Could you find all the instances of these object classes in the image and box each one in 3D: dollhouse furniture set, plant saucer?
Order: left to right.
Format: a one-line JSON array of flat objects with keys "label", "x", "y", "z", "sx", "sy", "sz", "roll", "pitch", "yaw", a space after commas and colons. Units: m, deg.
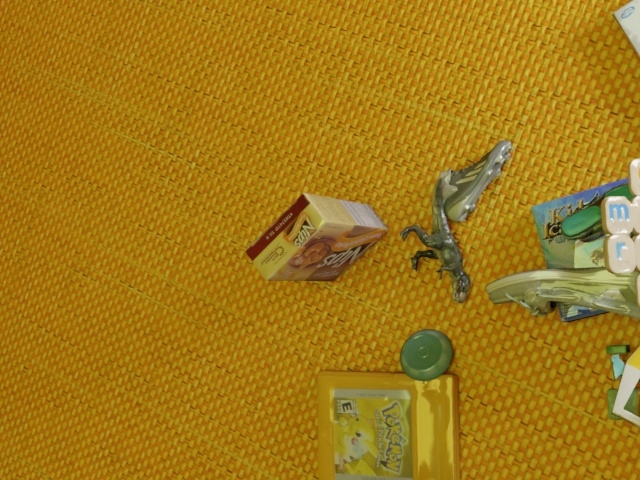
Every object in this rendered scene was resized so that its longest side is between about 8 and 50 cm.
[{"label": "plant saucer", "x": 0.223, "y": 0.242, "z": 2.030, "sx": 0.119, "sy": 0.021, "sz": 0.119, "roll": -12, "pitch": 59, "yaw": 20}, {"label": "dollhouse furniture set", "x": 0.589, "y": 0.279, "z": 1.839, "sx": 0.076, "sy": 0.058, "sz": 0.151, "roll": -5, "pitch": 85, "yaw": 28}]

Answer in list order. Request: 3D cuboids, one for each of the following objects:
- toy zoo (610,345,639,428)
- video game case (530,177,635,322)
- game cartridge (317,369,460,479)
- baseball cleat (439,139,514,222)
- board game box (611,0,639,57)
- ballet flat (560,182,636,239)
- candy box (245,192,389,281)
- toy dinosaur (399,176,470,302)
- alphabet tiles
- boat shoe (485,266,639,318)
[{"label": "toy zoo", "x": 0.677, "y": 0.287, "z": 1.755, "sx": 0.293, "sy": 0.030, "sz": 0.192, "roll": 29, "pitch": 82, "yaw": 18}, {"label": "video game case", "x": 0.576, "y": 0.013, "z": 1.862, "sx": 0.269, "sy": 0.061, "sz": 0.244, "roll": -18, "pitch": 78, "yaw": 26}, {"label": "game cartridge", "x": 0.145, "y": 0.430, "z": 2.069, "sx": 0.324, "sy": 0.053, "sz": 0.285, "roll": -3, "pitch": 85, "yaw": 28}, {"label": "baseball cleat", "x": 0.315, "y": -0.141, "z": 2.002, "sx": 0.109, "sy": 0.072, "sz": 0.206, "roll": 39, "pitch": 104, "yaw": 24}, {"label": "board game box", "x": 0.741, "y": -0.366, "z": 1.795, "sx": 0.242, "sy": 0.064, "sz": 0.316, "roll": -31, "pitch": 73, "yaw": 23}, {"label": "ballet flat", "x": 0.550, "y": -0.057, "z": 1.810, "sx": 0.188, "sy": 0.070, "sz": 0.070, "roll": -24, "pitch": 76, "yaw": 20}, {"label": "candy box", "x": 0.000, "y": 0.000, "z": 2.020, "sx": 0.183, "sy": 0.316, "sz": 0.087, "roll": -43, "pitch": 70, "yaw": 19}, {"label": "toy dinosaur", "x": 0.240, "y": 0.007, "z": 2.024, "sx": 0.118, "sy": 0.064, "sz": 0.268, "roll": -13, "pitch": 97, "yaw": 21}, {"label": "alphabet tiles", "x": 0.644, "y": -0.012, "z": 1.742, "sx": 0.021, "sy": 0.284, "sz": 0.278, "roll": 165, "pitch": 103, "yaw": -72}, {"label": "boat shoe", "x": 0.475, "y": 0.107, "z": 1.813, "sx": 0.320, "sy": 0.118, "sz": 0.103, "roll": -3, "pitch": 82, "yaw": 21}]
